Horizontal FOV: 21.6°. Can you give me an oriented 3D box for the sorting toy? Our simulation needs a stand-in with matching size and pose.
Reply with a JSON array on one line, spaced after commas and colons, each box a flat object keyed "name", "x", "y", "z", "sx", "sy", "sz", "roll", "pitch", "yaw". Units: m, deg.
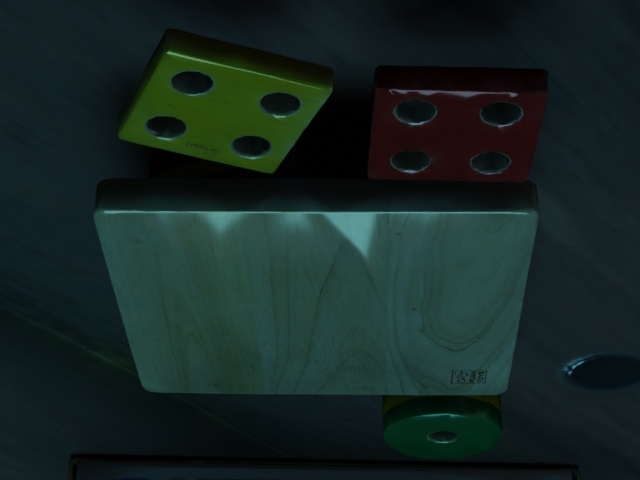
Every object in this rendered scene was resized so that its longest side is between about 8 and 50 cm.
[{"name": "sorting toy", "x": 0.000, "y": 0.000, "z": 0.550, "sx": 0.132, "sy": 0.046, "sz": 0.274, "roll": 0, "pitch": 151, "yaw": 2}]

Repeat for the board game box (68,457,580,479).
[{"name": "board game box", "x": -0.001, "y": 0.254, "z": 0.731, "sx": 0.242, "sy": 0.316, "sz": 0.064, "roll": 2, "pitch": 151, "yaw": -1}]
